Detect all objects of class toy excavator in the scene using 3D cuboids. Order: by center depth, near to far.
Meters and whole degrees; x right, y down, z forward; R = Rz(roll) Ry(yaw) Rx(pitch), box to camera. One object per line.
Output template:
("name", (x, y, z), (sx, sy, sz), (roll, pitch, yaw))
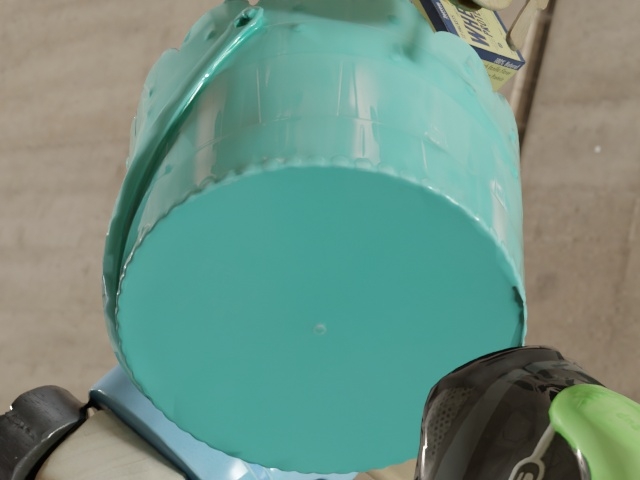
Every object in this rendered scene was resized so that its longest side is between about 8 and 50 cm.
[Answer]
("toy excavator", (-0.031, 0.206, 1.247), (0.222, 0.445, 0.433), (35, -25, 32))

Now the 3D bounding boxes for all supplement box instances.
("supplement box", (0.084, -0.128, 0.968), (0.083, 0.056, 0.083), (8, -42, -44))

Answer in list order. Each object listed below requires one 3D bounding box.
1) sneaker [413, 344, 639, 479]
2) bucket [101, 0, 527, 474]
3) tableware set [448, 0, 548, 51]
("sneaker", (0.069, 0.240, 0.583), (0.185, 0.202, 0.483), (-6, -49, -30))
("bucket", (0.000, 0.000, 0.847), (0.281, 0.183, 0.281), (1, -53, 1))
("tableware set", (0.093, -0.197, 0.812), (0.039, 0.194, 0.128), (-23, -68, 36))
